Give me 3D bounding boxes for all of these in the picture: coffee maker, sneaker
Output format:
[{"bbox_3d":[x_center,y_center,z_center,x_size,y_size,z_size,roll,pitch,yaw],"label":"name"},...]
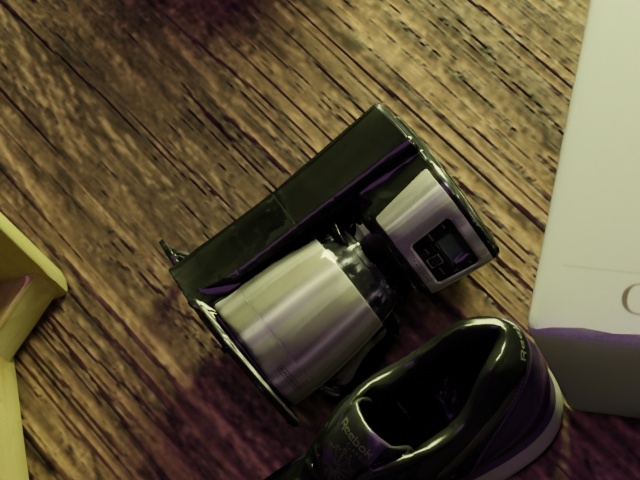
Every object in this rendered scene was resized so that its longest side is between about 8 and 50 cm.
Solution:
[{"bbox_3d":[0.000,0.000,1.185,0.178,0.120,0.171,-39,62,-1],"label":"coffee maker"},{"bbox_3d":[0.012,0.143,1.118,0.283,0.124,0.107,-41,62,-2],"label":"sneaker"}]

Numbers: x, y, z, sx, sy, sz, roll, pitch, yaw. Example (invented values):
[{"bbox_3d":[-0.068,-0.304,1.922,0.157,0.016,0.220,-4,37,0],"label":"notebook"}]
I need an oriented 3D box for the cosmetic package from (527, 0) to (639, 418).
[{"bbox_3d":[0.284,-0.119,1.122,0.230,0.161,0.453,6,71,20],"label":"cosmetic package"}]

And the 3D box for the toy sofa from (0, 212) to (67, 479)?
[{"bbox_3d":[-0.244,0.171,1.173,0.177,0.150,0.362,-16,64,9],"label":"toy sofa"}]
